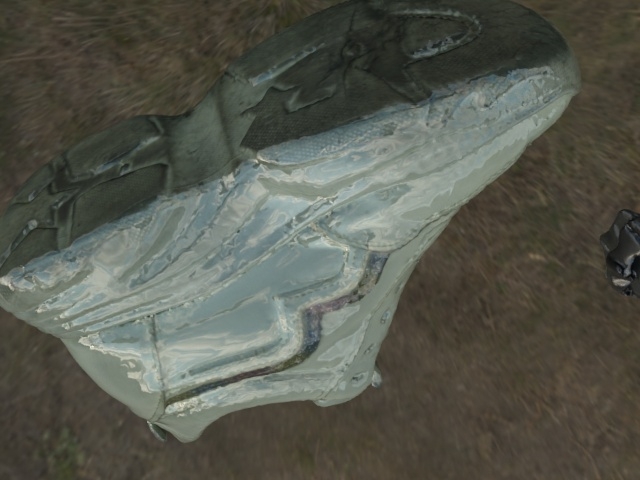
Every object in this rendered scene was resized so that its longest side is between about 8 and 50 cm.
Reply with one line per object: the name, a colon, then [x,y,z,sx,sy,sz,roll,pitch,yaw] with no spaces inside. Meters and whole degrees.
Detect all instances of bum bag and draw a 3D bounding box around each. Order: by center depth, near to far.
bum bag: [0.274,0.040,1.028,0.049,0.198,0.087,-35,137,-32]

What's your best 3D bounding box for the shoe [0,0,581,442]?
shoe: [0.000,0.000,0.832,0.342,0.132,0.210,-25,127,9]
